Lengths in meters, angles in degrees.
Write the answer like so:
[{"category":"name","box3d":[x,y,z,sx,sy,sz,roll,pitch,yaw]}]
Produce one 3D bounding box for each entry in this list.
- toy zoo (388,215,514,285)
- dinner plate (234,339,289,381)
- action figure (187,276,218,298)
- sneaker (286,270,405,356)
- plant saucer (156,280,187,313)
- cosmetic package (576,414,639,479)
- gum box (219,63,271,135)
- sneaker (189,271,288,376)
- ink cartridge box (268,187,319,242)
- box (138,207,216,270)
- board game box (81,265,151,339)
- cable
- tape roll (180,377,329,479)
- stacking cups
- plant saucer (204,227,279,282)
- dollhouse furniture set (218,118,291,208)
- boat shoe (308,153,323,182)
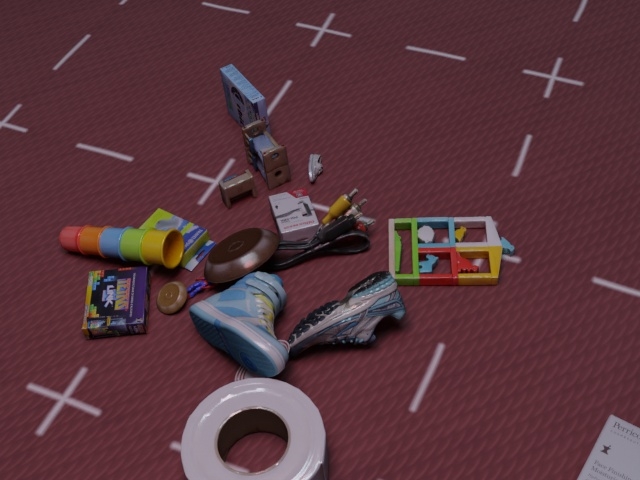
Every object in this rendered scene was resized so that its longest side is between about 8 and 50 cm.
[{"category":"toy zoo","box3d":[0.307,0.023,2.051,0.293,0.030,0.192,-1,49,6]},{"category":"dinner plate","box3d":[-0.121,0.265,1.851,0.141,0.017,0.141,-30,23,15]},{"category":"action figure","box3d":[-0.280,0.105,2.041,0.115,0.030,0.038,-25,46,-18]},{"category":"sneaker","box3d":[0.058,0.187,1.882,0.283,0.122,0.110,-31,8,3]},{"category":"plant saucer","box3d":[-0.347,0.129,2.014,0.083,0.015,0.083,-12,59,20]},{"category":"cosmetic package","box3d":[0.546,0.449,1.572,0.151,0.151,0.183,25,55,23]},{"category":"gum box","box3d":[-0.202,-0.365,2.360,0.041,0.157,0.184,-27,51,-18]},{"category":"sneaker","box3d":[-0.125,0.161,1.870,0.208,0.127,0.319,-34,36,-25]},{"category":"ink cartridge box","box3d":[-0.063,-0.057,2.141,0.099,0.056,0.135,-14,48,-8]},{"category":"box","box3d":[-0.358,-0.003,2.133,0.178,0.042,0.109,23,55,24]},{"category":"board game box","box3d":[-0.469,0.142,2.012,0.141,0.048,0.170,-7,49,1]},{"category":"cable","box3d":[0.000,0.000,2.079,0.287,0.139,0.072,-29,24,5]},{"category":"tape roll","box3d":[-0.125,0.414,1.706,0.286,0.100,0.286,-3,48,3]},{"category":"stacking cups","box3d":[-0.480,0.000,2.088,0.316,0.096,0.096,8,49,25]},{"category":"plant saucer","box3d":[-0.192,0.025,2.037,0.199,0.036,0.198,-22,25,11]},{"category":"dollhouse furniture set","box3d":[-0.191,-0.199,2.230,0.184,0.129,0.129,-26,51,-16]},{"category":"boat shoe","box3d":[-0.011,-0.189,2.269,0.035,0.035,0.100,-2,42,7]}]
